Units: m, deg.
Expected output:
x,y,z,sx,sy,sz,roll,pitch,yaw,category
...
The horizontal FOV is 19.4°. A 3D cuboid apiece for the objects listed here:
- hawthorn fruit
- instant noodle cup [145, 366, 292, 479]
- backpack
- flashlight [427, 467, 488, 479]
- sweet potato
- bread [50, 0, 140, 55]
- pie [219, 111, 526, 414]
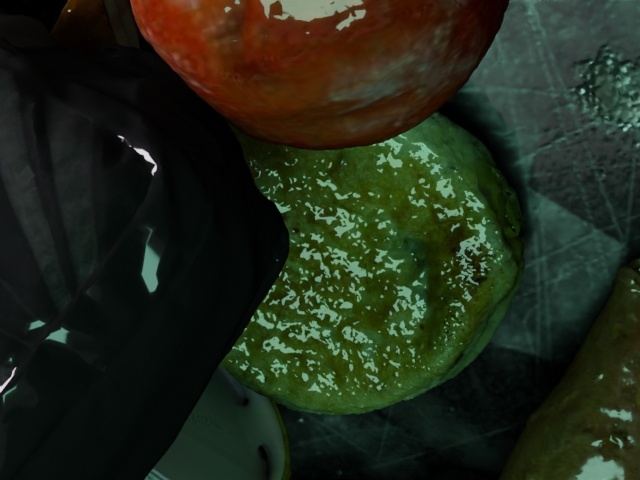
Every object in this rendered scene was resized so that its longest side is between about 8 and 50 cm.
x,y,z,sx,sy,sz,roll,pitch,yaw,category
0.028,-0.180,1.041,0.272,0.242,0.242,-18,117,30,hawthorn fruit
-0.161,0.164,1.336,0.264,0.264,0.200,40,117,-13,instant noodle cup
-0.251,-0.002,1.169,0.446,0.255,0.363,37,90,27,backpack
0.112,0.282,1.438,0.093,0.093,0.232,1,119,15,flashlight
0.185,0.169,1.312,0.131,0.131,0.336,10,102,9,sweet potato
-0.150,-0.133,1.245,0.062,0.043,0.109,35,125,-6,bread
0.000,0.000,1.283,0.277,0.078,0.277,8,121,14,pie
